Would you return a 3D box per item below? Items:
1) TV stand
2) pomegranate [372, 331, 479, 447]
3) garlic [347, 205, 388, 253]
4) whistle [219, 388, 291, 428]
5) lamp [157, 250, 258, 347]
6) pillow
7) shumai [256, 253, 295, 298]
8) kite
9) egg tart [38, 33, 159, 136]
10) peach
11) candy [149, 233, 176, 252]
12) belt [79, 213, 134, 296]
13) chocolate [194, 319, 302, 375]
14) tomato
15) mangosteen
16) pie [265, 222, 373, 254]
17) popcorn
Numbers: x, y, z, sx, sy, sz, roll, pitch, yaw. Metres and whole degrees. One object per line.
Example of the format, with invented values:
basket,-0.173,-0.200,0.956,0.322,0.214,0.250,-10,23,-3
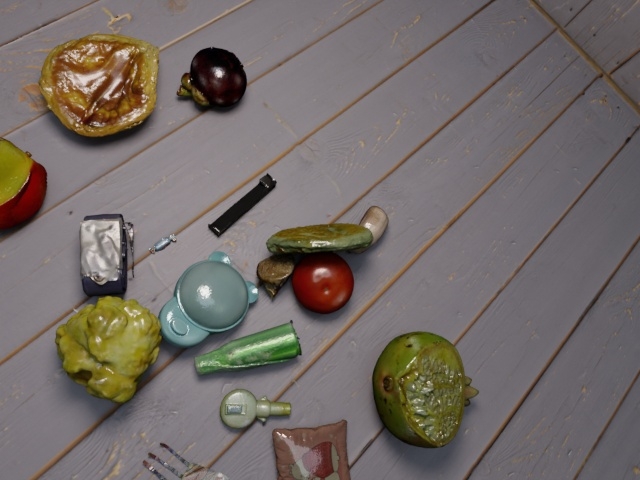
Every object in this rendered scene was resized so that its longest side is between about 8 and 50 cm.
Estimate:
TV stand,-0.244,-0.115,1.401,0.049,0.040,0.256,44,68,2
pomegranate,0.293,0.429,1.298,0.359,0.216,0.309,19,66,-40
garlic,0.163,-0.039,1.450,0.087,0.101,0.195,32,69,-5
whistle,-0.179,0.469,1.232,0.199,0.057,0.104,6,73,-11
lamp,-0.321,0.173,1.238,0.284,0.147,0.209,-43,92,-20
pillow,-0.016,0.622,1.213,0.224,0.084,0.236,-3,77,-17
shumai,-0.128,0.094,1.336,0.123,0.105,0.139,-25,49,-6
kite,-0.355,0.620,1.167,0.229,0.016,0.127,42,65,-2
egg tart,-0.654,-0.461,1.343,0.340,0.153,0.351,-5,75,-15
peach,-0.843,-0.113,1.184,0.154,0.158,0.267,23,67,5
candy,-0.466,0.011,1.318,0.083,0.020,0.030,-39,85,-21
belt,-0.579,0.037,1.217,0.126,0.139,0.230,-4,73,-14
chocolate,-0.206,0.316,1.254,0.291,0.110,0.110,-13,77,-14
tomato,0.009,0.126,1.325,0.195,0.136,0.195,-1,98,-7
mangosteen,-0.352,-0.511,1.431,0.231,0.194,0.194,-33,83,4
pie,0.000,0.000,1.295,0.324,0.323,0.070,-7,99,-16
popcorn,-0.536,0.263,1.125,0.235,0.250,0.241,50,63,-38
